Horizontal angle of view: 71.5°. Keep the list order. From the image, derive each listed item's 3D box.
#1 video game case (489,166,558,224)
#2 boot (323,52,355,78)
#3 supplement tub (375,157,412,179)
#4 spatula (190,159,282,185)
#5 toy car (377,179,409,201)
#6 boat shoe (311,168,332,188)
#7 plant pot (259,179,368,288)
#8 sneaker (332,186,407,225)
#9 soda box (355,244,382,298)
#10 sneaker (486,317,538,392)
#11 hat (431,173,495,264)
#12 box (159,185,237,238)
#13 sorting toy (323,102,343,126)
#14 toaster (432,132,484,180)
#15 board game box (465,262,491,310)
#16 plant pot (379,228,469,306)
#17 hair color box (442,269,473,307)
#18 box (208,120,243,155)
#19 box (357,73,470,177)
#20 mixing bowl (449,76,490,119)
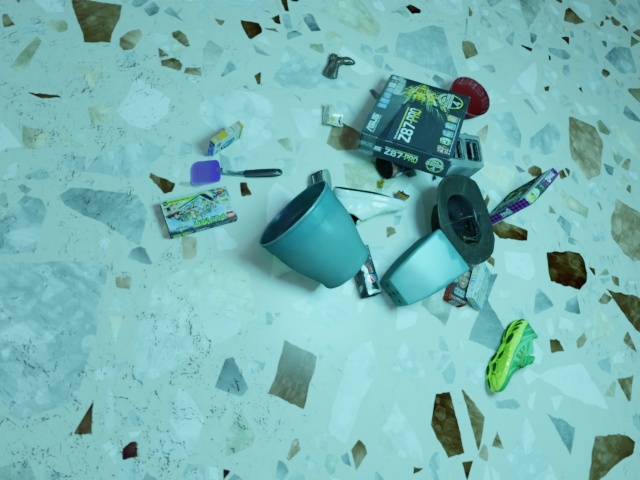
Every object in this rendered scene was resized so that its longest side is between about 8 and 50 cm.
[{"bbox_3d":[0.750,-0.159,1.670,0.210,0.232,0.041,-40,87,-25],"label":"video game case"},{"bbox_3d":[0.072,-0.655,1.699,0.107,0.037,0.114,15,65,0],"label":"boot"},{"bbox_3d":[0.308,-0.302,1.631,0.198,0.106,0.105,-25,83,-24],"label":"supplement tub"},{"bbox_3d":[-0.269,-0.222,1.445,0.297,0.030,0.084,-3,72,-20],"label":"spatula"},{"bbox_3d":[0.265,-0.178,1.625,0.122,0.060,0.040,32,109,11],"label":"toy car"},{"bbox_3d":[0.002,-0.140,1.510,0.065,0.075,0.205,-7,77,23],"label":"boat shoe"},{"bbox_3d":[0.000,0.000,1.356,0.255,0.272,0.271,45,64,-18],"label":"plant pot"},{"bbox_3d":[0.163,-0.110,1.541,0.291,0.106,0.122,5,102,-24],"label":"sneaker"},{"bbox_3d":[0.147,0.103,1.470,0.054,0.060,0.168,-9,76,-23],"label":"soda box"},{"bbox_3d":[0.674,0.404,1.531,0.124,0.109,0.295,40,65,1],"label":"sneaker"},{"bbox_3d":[0.480,-0.066,1.592,0.332,0.134,0.330,9,73,-33],"label":"hat"},{"bbox_3d":[-0.371,-0.087,1.363,0.207,0.036,0.114,-18,80,-23],"label":"box"},{"bbox_3d":[0.050,-0.447,1.625,0.075,0.045,0.083,10,69,-24],"label":"sorting toy"},{"bbox_3d":[0.520,-0.325,1.710,0.168,0.110,0.185,3,72,-18],"label":"toaster"},{"bbox_3d":[0.567,0.158,1.589,0.103,0.026,0.154,45,59,-39],"label":"board game box"},{"bbox_3d":[0.327,0.109,1.483,0.234,0.166,0.165,-36,87,-16],"label":"plant pot"},{"bbox_3d":[0.493,0.160,1.582,0.072,0.043,0.141,27,66,-9],"label":"hair color box"},{"bbox_3d":[-0.313,-0.325,1.435,0.136,0.081,0.028,-40,89,-26],"label":"box"},{"bbox_3d":[0.345,-0.423,1.602,0.319,0.097,0.394,19,54,11],"label":"box"},{"bbox_3d":[0.584,-0.563,1.815,0.182,0.098,0.181,6,71,-18],"label":"mixing bowl"}]
